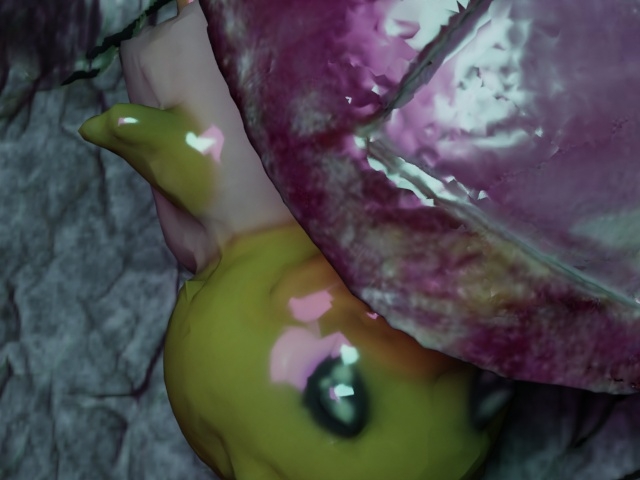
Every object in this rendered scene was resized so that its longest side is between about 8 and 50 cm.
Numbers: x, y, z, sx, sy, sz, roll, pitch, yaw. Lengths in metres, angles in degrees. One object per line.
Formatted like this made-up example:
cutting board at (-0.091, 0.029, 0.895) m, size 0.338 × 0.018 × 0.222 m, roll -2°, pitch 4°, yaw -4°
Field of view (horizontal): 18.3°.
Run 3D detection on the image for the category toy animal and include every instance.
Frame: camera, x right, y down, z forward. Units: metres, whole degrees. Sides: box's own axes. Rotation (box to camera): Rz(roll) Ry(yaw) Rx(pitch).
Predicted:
toy animal at (-0.001, 0.004, 0.820) m, size 0.169 × 0.195 × 0.281 m, roll 127°, pitch 136°, yaw -53°

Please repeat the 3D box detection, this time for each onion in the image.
onion at (0.101, -0.074, 0.733) m, size 0.247 × 0.250 × 0.111 m, roll 68°, pitch 153°, yaw 25°
